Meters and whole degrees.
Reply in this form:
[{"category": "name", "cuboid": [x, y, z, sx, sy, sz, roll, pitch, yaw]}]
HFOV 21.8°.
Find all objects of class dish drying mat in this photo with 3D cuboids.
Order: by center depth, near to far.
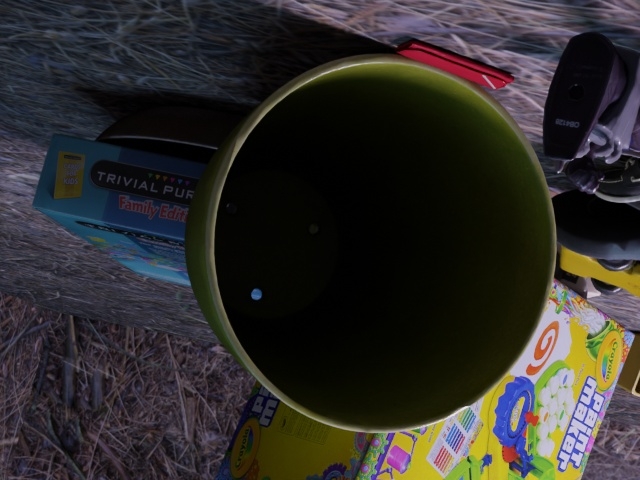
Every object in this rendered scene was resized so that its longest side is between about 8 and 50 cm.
[{"category": "dish drying mat", "cuboid": [0.096, -0.126, 1.198, 0.083, 0.008, 0.032, 17, 171, -19]}]

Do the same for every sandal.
[{"category": "sandal", "cuboid": [0.299, -0.022, 1.356, 0.254, 0.054, 0.097, 8, -149, 38]}]

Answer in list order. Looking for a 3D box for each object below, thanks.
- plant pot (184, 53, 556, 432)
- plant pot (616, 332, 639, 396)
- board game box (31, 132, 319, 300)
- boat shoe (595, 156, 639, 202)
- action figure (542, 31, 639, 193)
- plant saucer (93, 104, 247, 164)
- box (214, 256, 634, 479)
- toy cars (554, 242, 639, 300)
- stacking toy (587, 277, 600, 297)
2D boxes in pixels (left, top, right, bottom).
[{"category": "plant pot", "cuboid": [0.000, 0.000, 1.338, 0.275, 0.274, 0.293, 17, 175, -19]}, {"category": "plant pot", "cuboid": [0.433, 0.166, 2.241, 0.081, 0.081, 0.083, 20, -179, -34]}, {"category": "board game box", "cuboid": [-0.108, -0.007, 1.680, 0.254, 0.079, 0.336, 12, 170, 13]}, {"category": "boat shoe", "cuboid": [0.262, -0.052, 1.308, 0.046, 0.038, 0.125, -29, -159, -29]}, {"category": "action figure", "cuboid": [0.233, -0.069, 1.079, 0.185, 0.099, 0.285, -1, 169, 25]}, {"category": "plant saucer", "cuboid": [-0.068, -0.072, 1.631, 0.311, 0.050, 0.310, 12, 170, 2]}, {"category": "box", "cuboid": [0.103, 0.153, 1.539, 0.279, 0.290, 0.177, 33, 165, -37]}, {"category": "toy cars", "cuboid": [0.247, 0.005, 1.544, 0.176, 0.087, 0.394, 32, 165, -36]}, {"category": "stacking toy", "cuboid": [0.176, 0.090, 1.986, 0.280, 0.130, 0.309, 14, 171, 0]}]
